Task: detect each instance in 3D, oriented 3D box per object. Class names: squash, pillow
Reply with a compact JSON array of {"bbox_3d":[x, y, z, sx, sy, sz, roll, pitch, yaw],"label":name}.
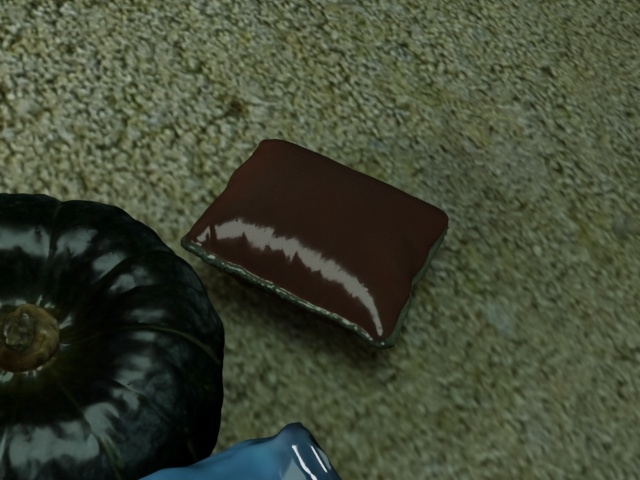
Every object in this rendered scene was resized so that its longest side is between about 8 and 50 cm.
[{"bbox_3d":[-0.184,0.089,0.656,0.252,0.165,0.252,6,47,-6],"label":"squash"},{"bbox_3d":[0.000,0.000,0.835,0.179,0.075,0.171,24,43,7],"label":"pillow"}]

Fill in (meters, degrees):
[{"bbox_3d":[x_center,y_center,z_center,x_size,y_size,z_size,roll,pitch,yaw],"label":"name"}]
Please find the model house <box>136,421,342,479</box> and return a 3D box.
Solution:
[{"bbox_3d":[-0.104,0.250,0.478,0.303,0.237,0.215,-14,53,-22],"label":"model house"}]
